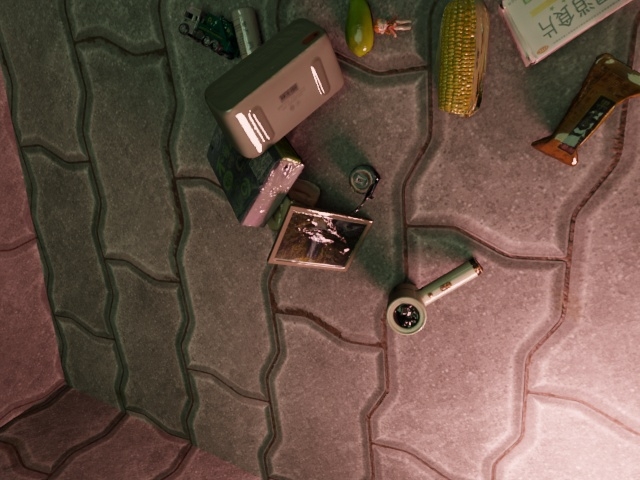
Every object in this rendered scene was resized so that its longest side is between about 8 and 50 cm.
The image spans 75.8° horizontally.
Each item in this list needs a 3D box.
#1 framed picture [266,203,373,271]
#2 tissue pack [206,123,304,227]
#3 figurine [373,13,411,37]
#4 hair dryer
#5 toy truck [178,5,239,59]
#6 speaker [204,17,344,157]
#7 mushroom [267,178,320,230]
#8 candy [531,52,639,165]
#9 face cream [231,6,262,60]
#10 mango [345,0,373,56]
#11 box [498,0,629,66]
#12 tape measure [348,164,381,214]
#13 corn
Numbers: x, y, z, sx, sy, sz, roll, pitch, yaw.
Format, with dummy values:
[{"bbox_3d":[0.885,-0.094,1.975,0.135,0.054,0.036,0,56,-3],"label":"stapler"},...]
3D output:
[{"bbox_3d":[0.000,0.000,1.417,0.241,0.323,0.020,-63,34,28],"label":"framed picture"},{"bbox_3d":[-0.240,-0.279,1.398,0.288,0.124,0.394,-54,52,28],"label":"tissue pack"},{"bbox_3d":[0.210,-0.627,1.202,0.109,0.047,0.064,4,103,12],"label":"figurine"},{"bbox_3d":[0.382,0.160,1.350,0.361,0.203,0.128,-33,90,14],"label":"hair dryer"},{"bbox_3d":[-0.370,-0.717,1.409,0.215,0.110,0.116,32,106,12],"label":"toy truck"},{"bbox_3d":[-0.132,-0.450,1.213,0.406,0.184,0.183,-41,58,-7],"label":"speaker"},{"bbox_3d":[-0.092,-0.115,1.457,0.236,0.161,0.174,-123,41,-49],"label":"mushroom"},{"bbox_3d":[0.692,-0.326,1.059,0.143,0.101,0.272,37,114,15],"label":"candy"},{"bbox_3d":[-0.230,-0.630,1.386,0.081,0.082,0.269,-4,108,26],"label":"face cream"},{"bbox_3d":[0.113,-0.638,1.225,0.091,0.074,0.165,-2,107,28],"label":"mango"},{"bbox_3d":[0.610,-0.586,0.970,0.332,0.145,0.173,-30,93,30],"label":"box"},{"bbox_3d":[0.123,-0.174,1.342,0.107,0.180,0.104,30,135,11],"label":"tape measure"},{"bbox_3d":[0.388,-0.494,1.134,0.123,0.122,0.306,-2,113,-4],"label":"corn"}]
